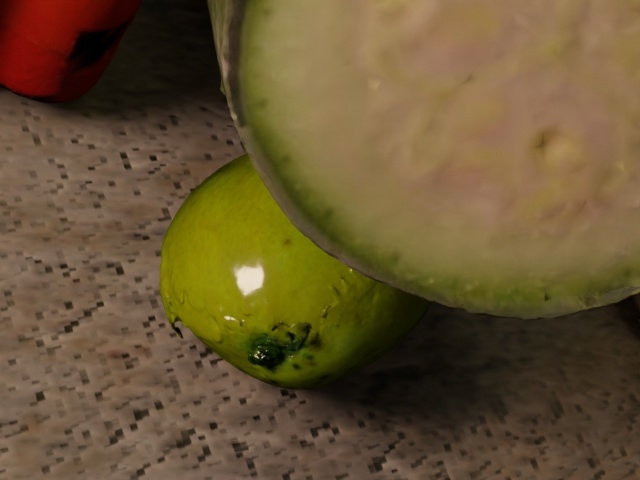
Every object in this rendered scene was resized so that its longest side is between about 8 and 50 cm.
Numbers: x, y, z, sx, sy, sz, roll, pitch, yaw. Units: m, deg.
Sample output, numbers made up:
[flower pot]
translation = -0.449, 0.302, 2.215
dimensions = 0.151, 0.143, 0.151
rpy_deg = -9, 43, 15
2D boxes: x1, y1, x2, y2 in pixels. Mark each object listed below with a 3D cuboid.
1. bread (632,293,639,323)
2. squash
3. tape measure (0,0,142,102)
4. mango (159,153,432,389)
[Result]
[bread]
translation = 0.225, -0.023, 0.998
dimensions = 0.178, 0.060, 0.140
rpy_deg = -28, 101, -43
[squash]
translation = 0.069, -0.169, 0.812
dimensions = 0.263, 0.263, 0.384
rpy_deg = 19, 25, -18
[tape measure]
translation = -0.194, -0.194, 0.852
dimensions = 0.260, 0.114, 0.253
rpy_deg = 11, 53, -20
[mango]
translation = 0.001, 0.000, 0.837
dimensions = 0.119, 0.100, 0.178
rpy_deg = 38, 36, 4
